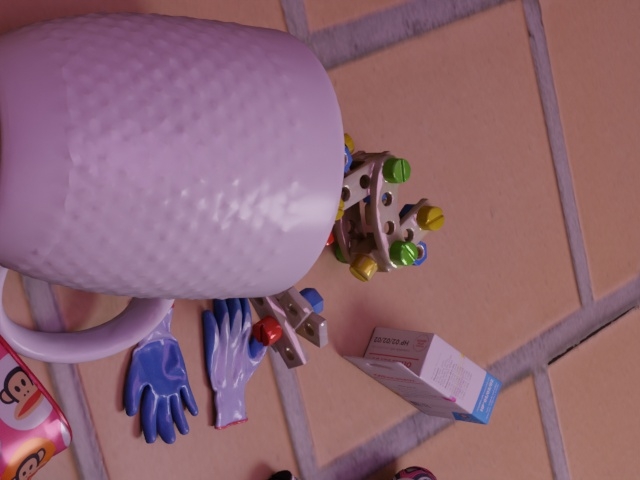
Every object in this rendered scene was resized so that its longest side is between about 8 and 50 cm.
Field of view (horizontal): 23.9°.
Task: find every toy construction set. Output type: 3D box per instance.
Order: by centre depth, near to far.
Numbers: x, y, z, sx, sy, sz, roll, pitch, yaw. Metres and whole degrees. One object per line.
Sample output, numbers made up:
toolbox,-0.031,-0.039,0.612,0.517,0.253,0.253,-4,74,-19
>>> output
toy construction set,0.000,0.000,1.720,0.328,0.151,0.215,-40,119,-46

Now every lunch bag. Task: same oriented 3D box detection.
lunch bag,-0.368,0.105,1.274,0.120,0.293,0.258,-48,118,-32

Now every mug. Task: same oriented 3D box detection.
mug,-0.204,-0.040,1.465,0.328,0.276,0.374,1,122,-37

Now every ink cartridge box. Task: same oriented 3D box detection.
ink cartridge box,0.125,0.158,1.859,0.181,0.104,0.061,36,68,-38

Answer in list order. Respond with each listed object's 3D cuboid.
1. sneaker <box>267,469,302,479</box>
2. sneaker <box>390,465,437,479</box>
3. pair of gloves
sneaker,-0.044,0.351,1.744,0.075,0.057,0.161,32,68,-33
sneaker,0.137,0.425,1.882,0.112,0.121,0.299,-53,140,-65
pair of gloves,-0.134,0.138,1.675,0.198,0.023,0.159,-5,96,-42
